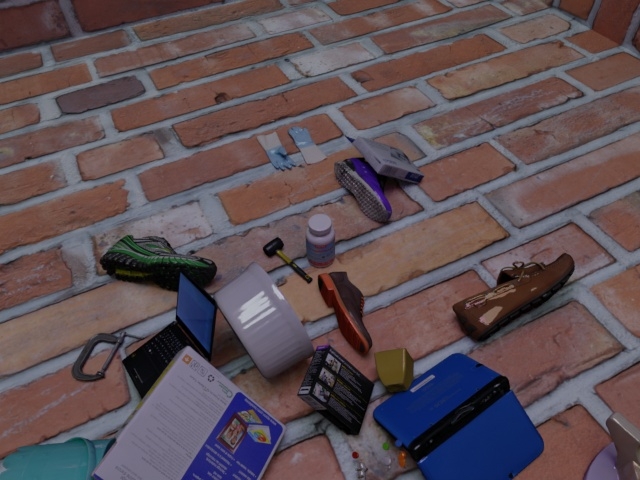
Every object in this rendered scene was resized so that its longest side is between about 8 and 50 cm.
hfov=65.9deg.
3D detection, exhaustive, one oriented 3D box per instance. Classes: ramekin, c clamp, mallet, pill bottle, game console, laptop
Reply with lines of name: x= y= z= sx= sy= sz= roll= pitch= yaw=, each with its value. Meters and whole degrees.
ramekin: x=-0.146 y=0.203 z=1.216 sx=0.135 sy=0.277 sz=0.277 roll=-32 pitch=56 yaw=-15
c clamp: x=-0.569 y=0.301 z=1.300 sx=0.137 sy=0.022 sz=0.160 roll=14 pitch=51 yaw=13
mallet: x=-0.088 y=0.057 z=1.490 sx=0.190 sy=0.039 sz=0.062 roll=34 pitch=61 yaw=22
pill bottle: x=0.000 y=0.000 z=1.450 sx=0.087 sy=0.160 sz=0.087 roll=-1 pitch=50 yaw=1
game console: x=0.317 y=0.441 z=1.155 sx=0.293 sy=0.173 sz=0.250 roll=-27 pitch=23 yaw=-21
laptop: x=-0.377 y=0.233 z=1.216 sx=0.264 sy=0.136 sz=0.234 roll=-38 pitch=36 yaw=-18

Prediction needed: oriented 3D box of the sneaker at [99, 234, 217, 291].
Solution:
sneaker: x=-0.461 y=0.047 z=1.441 sx=0.344 sy=0.134 sz=0.146 roll=11 pitch=50 yaw=11

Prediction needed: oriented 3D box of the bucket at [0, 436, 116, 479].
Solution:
bucket: x=-0.489 y=0.523 z=0.958 sx=0.183 sy=0.281 sz=0.281 roll=-8 pitch=50 yaw=-9

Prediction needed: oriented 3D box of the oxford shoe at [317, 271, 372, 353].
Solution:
oxford shoe: x=0.086 y=0.181 z=1.340 sx=0.098 sy=0.096 sz=0.271 roll=-15 pitch=50 yaw=-18

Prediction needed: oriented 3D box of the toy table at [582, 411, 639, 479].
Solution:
toy table: x=0.681 y=0.489 z=1.017 sx=0.252 sy=0.160 sz=0.274 roll=35 pitch=58 yaw=27

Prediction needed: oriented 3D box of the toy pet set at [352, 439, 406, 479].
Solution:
toy pet set: x=0.142 y=0.509 z=1.071 sx=0.122 sy=0.065 sz=0.114 roll=-24 pitch=49 yaw=22

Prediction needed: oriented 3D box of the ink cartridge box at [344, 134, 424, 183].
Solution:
ink cartridge box: x=0.221 y=-0.292 z=1.694 sx=0.223 sy=0.045 sz=0.224 roll=5 pitch=38 yaw=-43

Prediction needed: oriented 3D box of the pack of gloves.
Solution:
pack of gloves: x=-0.110 y=-0.358 z=1.836 sx=0.195 sy=0.046 sz=0.232 roll=-21 pitch=52 yaw=-14

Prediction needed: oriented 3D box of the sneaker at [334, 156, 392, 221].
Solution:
sneaker: x=0.176 y=-0.190 z=1.647 sx=0.146 sy=0.102 sz=0.293 roll=-21 pitch=53 yaw=-21

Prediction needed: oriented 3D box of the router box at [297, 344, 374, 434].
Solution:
router box: x=0.041 y=0.349 z=1.154 sx=0.046 sy=0.179 sz=0.133 roll=-20 pitch=33 yaw=44

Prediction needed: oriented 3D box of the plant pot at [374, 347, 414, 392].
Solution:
plant pot: x=0.182 y=0.323 z=1.208 sx=0.082 sy=0.081 sz=0.083 roll=-14 pitch=47 yaw=20

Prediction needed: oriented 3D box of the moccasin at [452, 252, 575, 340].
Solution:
moccasin: x=0.533 y=0.129 z=1.355 sx=0.380 sy=0.139 sz=0.147 roll=-29 pitch=63 yaw=-10

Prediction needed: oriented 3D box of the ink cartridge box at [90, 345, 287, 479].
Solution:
ink cartridge box: x=-0.259 y=0.434 z=1.030 sx=0.303 sy=0.072 sz=0.307 roll=44 pitch=49 yaw=-11
